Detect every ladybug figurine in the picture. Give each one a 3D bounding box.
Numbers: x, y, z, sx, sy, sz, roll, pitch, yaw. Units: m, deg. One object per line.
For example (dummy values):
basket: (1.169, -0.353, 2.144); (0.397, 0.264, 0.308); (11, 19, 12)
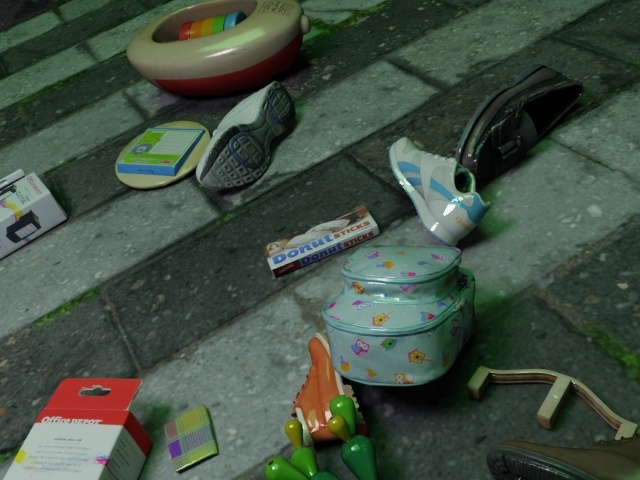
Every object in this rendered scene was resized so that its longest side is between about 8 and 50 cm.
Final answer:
ladybug figurine: (-0.228, -0.442, 1.613); (0.449, 0.162, 0.305); (-2, 43, 22)

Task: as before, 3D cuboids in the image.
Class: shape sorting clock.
shape sorting clock: (-0.323, -0.177, 1.435); (0.206, 0.040, 0.206); (-9, 41, 8)

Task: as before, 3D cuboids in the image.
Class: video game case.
video game case: (-0.687, -0.098, 1.459); (0.143, 0.019, 0.157); (-36, 12, -21)

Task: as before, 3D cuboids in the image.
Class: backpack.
backpack: (0.091, 0.085, 0.829); (0.165, 0.145, 0.188); (4, 28, 26)

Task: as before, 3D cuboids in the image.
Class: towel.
towel: (-0.164, 0.249, 0.883); (0.060, 0.009, 0.083); (-25, 39, -7)

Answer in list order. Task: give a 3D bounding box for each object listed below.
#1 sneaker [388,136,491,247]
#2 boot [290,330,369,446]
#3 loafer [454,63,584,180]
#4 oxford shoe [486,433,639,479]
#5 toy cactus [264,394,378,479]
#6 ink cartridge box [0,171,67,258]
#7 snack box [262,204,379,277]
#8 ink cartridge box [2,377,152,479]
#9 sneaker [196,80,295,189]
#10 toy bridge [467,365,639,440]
sneaker: (0.178, -0.090, 1.057); (0.092, 0.087, 0.229); (-44, 43, 19)
boot: (-0.004, 0.180, 0.861); (0.084, 0.059, 0.158); (-24, 39, 3)
loafer: (0.326, -0.195, 1.130); (0.095, 0.109, 0.302); (20, 50, 34)
oxford shoe: (0.276, 0.230, 0.670); (0.227, 0.083, 0.096); (11, 37, 23)
toy cactus: (0.024, 0.275, 0.721); (0.180, 0.112, 0.219); (15, 44, 11)
ink cartridge box: (-0.609, -0.047, 1.378); (0.175, 0.072, 0.127); (-35, 40, -18)
snack box: (0.000, 0.000, 1.099); (0.178, 0.022, 0.064); (-23, 40, -4)
ink cartridge box: (-0.298, 0.282, 0.847); (0.134, 0.078, 0.231); (-3, 41, 19)
sneaker: (-0.157, -0.192, 1.355); (0.129, 0.111, 0.297); (-10, 32, 37)
toy bridge: (0.260, 0.178, 0.771); (0.188, 0.026, 0.063); (16, 50, 37)
